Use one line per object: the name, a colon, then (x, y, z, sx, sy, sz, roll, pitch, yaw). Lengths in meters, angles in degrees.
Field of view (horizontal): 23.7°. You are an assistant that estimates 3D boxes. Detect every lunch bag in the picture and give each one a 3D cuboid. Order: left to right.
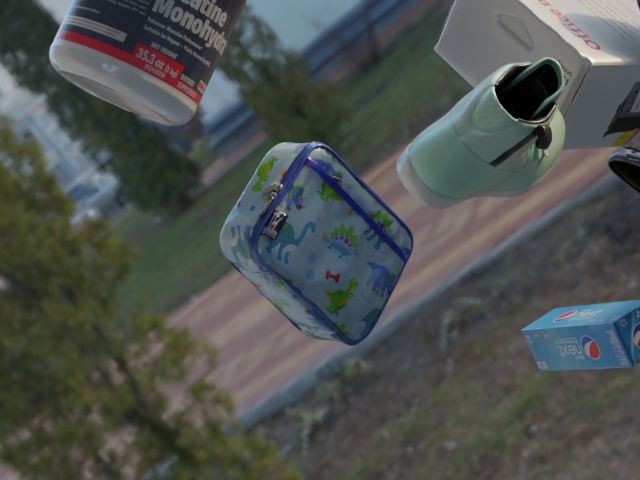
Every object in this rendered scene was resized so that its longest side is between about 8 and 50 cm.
lunch bag: (0.000, 0.000, 1.748, 0.090, 0.219, 0.176, 5, 56, 49)

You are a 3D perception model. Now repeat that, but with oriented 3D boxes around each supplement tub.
supplement tub: (-0.192, -0.294, 1.839, 0.272, 0.191, 0.191, -66, 10, -4)

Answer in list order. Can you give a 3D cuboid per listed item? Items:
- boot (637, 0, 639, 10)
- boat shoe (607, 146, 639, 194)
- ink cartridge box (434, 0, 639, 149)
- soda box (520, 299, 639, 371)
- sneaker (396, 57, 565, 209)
boot: (0.426, -0.244, 1.701, 0.123, 0.258, 0.095, -25, -7, -13)
boat shoe: (0.477, -0.042, 1.918, 0.092, 0.285, 0.103, -35, -35, -11)
ink cartridge box: (0.323, -0.220, 1.794, 0.306, 0.226, 0.131, -6, -48, -38)
soda box: (0.363, 0.128, 2.033, 0.071, 0.067, 0.210, -29, 8, -27)
sneaker: (0.195, -0.110, 1.411, 0.151, 0.094, 0.256, -40, -9, 37)
